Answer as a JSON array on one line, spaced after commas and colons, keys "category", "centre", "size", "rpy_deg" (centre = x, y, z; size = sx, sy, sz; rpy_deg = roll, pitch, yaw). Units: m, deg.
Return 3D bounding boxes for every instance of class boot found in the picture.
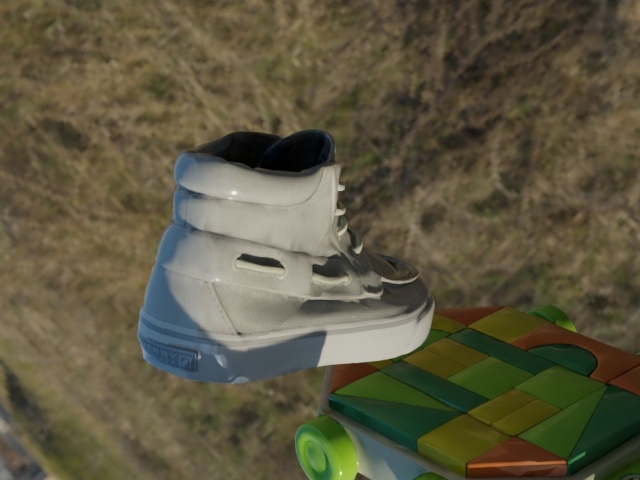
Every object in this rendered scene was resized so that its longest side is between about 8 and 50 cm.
[{"category": "boot", "centre": [0.000, 0.000, 0.782], "size": [0.095, 0.123, 0.258], "rpy_deg": [16, -168, 27]}]

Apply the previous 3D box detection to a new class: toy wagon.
[{"category": "toy wagon", "centre": [0.160, 0.139, 1.033], "size": [0.344, 0.267, 0.068], "rpy_deg": [20, 125, 48]}]
